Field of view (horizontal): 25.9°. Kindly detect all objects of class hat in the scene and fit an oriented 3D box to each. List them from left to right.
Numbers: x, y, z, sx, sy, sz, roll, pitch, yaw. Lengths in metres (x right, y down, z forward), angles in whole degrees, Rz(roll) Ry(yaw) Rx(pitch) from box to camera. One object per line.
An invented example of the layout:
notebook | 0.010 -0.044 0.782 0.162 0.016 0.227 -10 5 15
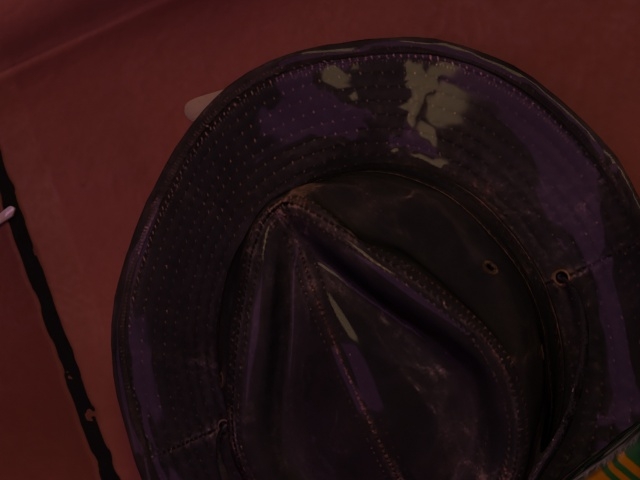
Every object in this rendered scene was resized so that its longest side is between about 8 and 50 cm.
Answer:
hat | 0.019 0.058 0.670 0.331 0.134 0.331 -1 88 16

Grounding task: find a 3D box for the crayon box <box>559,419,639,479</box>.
crayon box | 0.216 0.192 0.497 0.081 0.202 0.318 -33 75 -30

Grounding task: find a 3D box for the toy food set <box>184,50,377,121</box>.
toy food set | 0.000 0.000 0.777 0.132 0.038 0.192 -10 92 20

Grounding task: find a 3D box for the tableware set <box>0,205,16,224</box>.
tableware set | -0.264 -0.045 0.840 0.104 0.024 0.154 -37 82 10
